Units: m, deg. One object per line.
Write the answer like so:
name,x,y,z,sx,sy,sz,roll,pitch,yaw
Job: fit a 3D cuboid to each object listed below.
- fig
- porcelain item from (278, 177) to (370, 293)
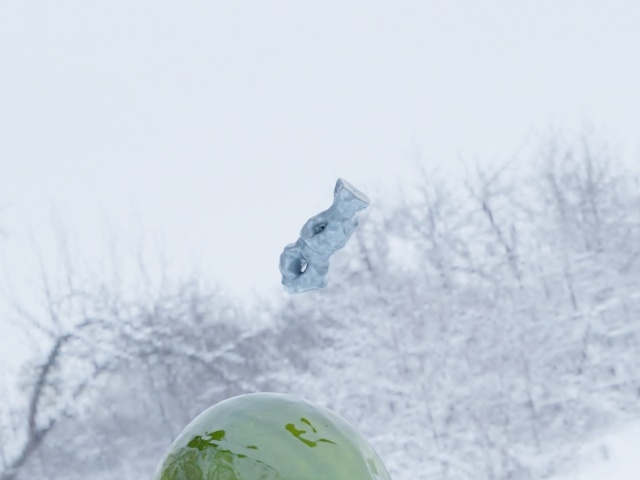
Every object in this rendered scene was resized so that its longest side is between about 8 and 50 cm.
fig,-0.019,0.292,1.236,0.233,0.314,0.233,-38,-31,-28
porcelain item,0.000,0.000,0.813,0.083,0.036,0.028,-57,-22,15
